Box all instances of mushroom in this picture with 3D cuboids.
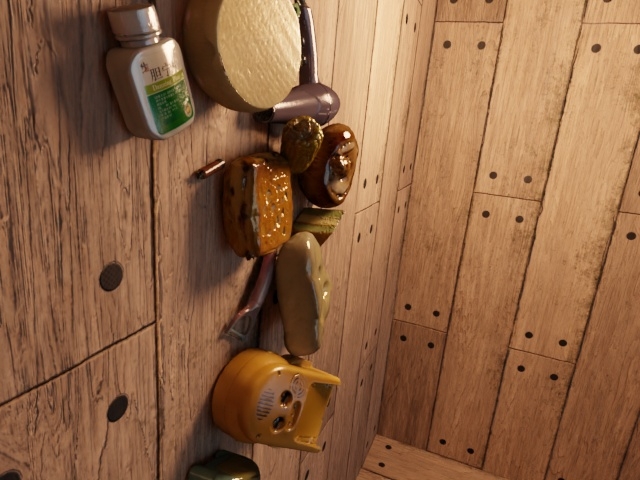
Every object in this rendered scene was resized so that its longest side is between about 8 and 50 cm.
[{"bbox_3d":[0.028,-0.223,1.327,0.253,0.154,0.253,-51,153,-40],"label":"mushroom"}]

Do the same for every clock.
[{"bbox_3d":[-0.124,0.413,1.165,0.317,0.200,0.244,35,66,-47],"label":"clock"}]

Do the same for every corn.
[{"bbox_3d":[-0.053,-0.228,1.100,0.261,0.097,0.097,126,-19,-75],"label":"corn"}]

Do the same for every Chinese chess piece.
[{"bbox_3d":[-0.141,-0.369,0.839,0.251,0.097,0.250,-30,126,-51],"label":"Chinese chess piece"}]

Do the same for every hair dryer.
[{"bbox_3d":[-0.063,-0.454,1.094,0.301,0.121,0.360,-28,117,-54],"label":"hair dryer"}]

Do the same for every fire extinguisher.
[{"bbox_3d":[-0.222,-0.143,0.894,0.028,0.022,0.083,-48,180,37],"label":"fire extinguisher"}]

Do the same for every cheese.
[{"bbox_3d":[-0.042,0.115,1.310,0.351,0.130,0.328,-70,157,-70],"label":"cheese"}]

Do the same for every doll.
[{"bbox_3d":[-0.238,0.671,1.081,0.177,0.162,0.260,21,78,-71],"label":"doll"}]

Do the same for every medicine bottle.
[{"bbox_3d":[-0.260,-0.253,0.679,0.119,0.070,0.183,-53,146,-45],"label":"medicine bottle"}]

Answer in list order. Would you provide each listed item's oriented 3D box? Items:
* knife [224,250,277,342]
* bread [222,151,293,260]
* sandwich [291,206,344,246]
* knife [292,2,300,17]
[{"bbox_3d":[-0.160,0.126,1.166,0.123,0.053,0.277,67,40,-65],"label":"knife"},{"bbox_3d":[-0.146,-0.083,1.034,0.210,0.099,0.234,-34,126,-65],"label":"bread"},{"bbox_3d":[0.000,0.000,1.388,0.187,0.144,0.117,80,31,-43],"label":"sandwich"},{"bbox_3d":[-0.124,-0.439,0.956,0.293,0.020,0.043,-53,123,-31],"label":"knife"}]
